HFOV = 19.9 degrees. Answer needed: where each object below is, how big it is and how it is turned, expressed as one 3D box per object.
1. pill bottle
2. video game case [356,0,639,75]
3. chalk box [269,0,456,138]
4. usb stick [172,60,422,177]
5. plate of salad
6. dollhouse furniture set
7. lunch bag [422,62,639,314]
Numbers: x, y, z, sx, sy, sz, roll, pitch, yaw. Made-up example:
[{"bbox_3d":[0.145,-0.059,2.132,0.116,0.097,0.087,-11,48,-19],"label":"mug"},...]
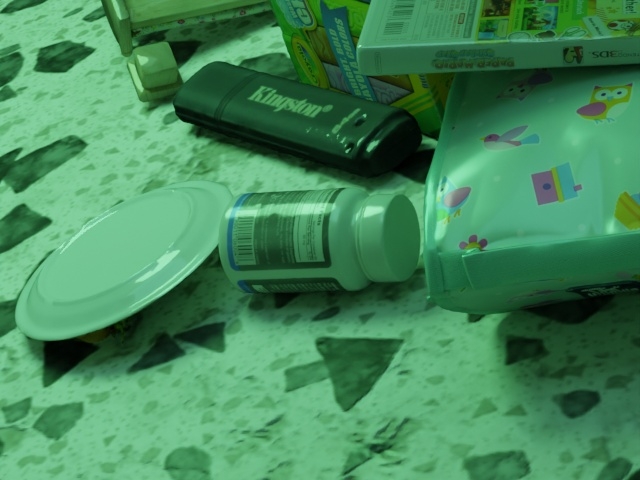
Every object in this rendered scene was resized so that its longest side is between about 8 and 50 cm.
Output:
[{"bbox_3d":[0.000,0.000,1.368,0.137,0.078,0.078,-2,35,27],"label":"pill bottle"},{"bbox_3d":[0.141,-0.178,1.303,0.206,0.026,0.227,-2,30,11],"label":"video game case"},{"bbox_3d":[0.066,-0.231,1.602,0.180,0.179,0.289,-34,33,-21],"label":"chalk box"},{"bbox_3d":[-0.026,-0.108,1.586,0.077,0.045,0.278,-37,35,-27],"label":"usb stick"},{"bbox_3d":[-0.152,0.021,1.455,0.200,0.048,0.200,-24,26,13],"label":"plate of salad"},{"bbox_3d":[-0.088,-0.277,1.900,0.303,0.174,0.355,-13,58,-13],"label":"dollhouse furniture set"},{"bbox_3d":[0.194,-0.040,1.244,0.223,0.160,0.262,-7,27,19],"label":"lunch bag"}]
